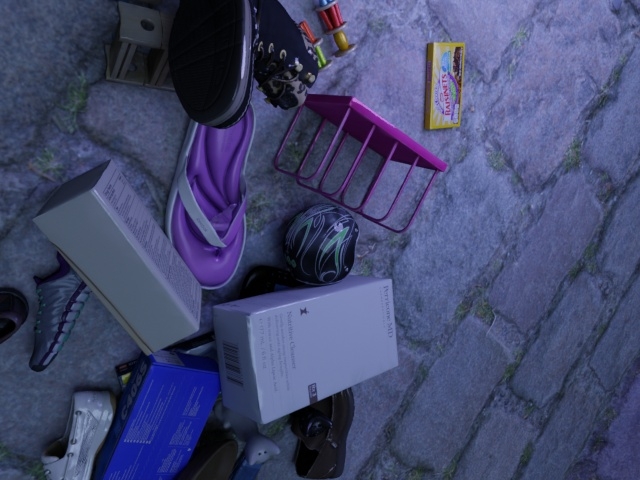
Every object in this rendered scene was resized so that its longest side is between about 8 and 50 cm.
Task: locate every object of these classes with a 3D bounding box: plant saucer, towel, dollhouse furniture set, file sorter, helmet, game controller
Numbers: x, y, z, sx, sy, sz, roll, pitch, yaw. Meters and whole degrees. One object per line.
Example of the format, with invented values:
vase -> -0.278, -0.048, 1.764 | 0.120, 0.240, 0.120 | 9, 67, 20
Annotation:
plant saucer -> -0.275, 0.559, 1.086 | 0.278, 0.041, 0.278 | -54, 160, -30
towel -> -0.175, 0.555, 1.235 | 0.067, 0.029, 0.119 | 36, 84, -34
dollhouse furniture set -> -0.287, -0.373, 0.841 | 0.129, 0.129, 0.183 | 1, 75, -33
file sorter -> 0.076, -0.159, 1.064 | 0.291, 0.202, 0.182 | 25, 92, -35
helmet -> 0.000, 0.000, 1.093 | 0.169, 0.169, 0.161 | -8, 118, -30
game controller -> -0.052, 0.164, 1.167 | 0.319, 0.067, 0.166 | 18, 95, -35

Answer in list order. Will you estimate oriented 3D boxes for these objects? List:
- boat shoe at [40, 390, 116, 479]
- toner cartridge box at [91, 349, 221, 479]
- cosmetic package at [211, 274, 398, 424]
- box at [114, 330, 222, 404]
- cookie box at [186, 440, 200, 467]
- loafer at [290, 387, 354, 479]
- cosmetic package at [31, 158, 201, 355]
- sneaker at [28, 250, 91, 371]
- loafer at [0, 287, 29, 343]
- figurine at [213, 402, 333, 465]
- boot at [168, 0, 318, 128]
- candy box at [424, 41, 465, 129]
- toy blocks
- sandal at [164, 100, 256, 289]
boat shoe -> -0.491, 0.421, 0.961 | 0.096, 0.098, 0.277 | 21, 84, -34
toner cartridge box -> -0.339, 0.396, 1.001 | 0.165, 0.075, 0.347 | 23, 94, -35
cosmetic package -> -0.019, 0.208, 1.056 | 0.385, 0.156, 0.217 | -11, 97, -39
box -> -0.300, 0.303, 1.068 | 0.233, 0.044, 0.159 | -17, 115, -27
cookie box -> -0.322, 0.503, 1.120 | 0.092, 0.040, 0.107 | -2, 105, -31
loafer -> -0.003, 0.464, 1.249 | 0.130, 0.134, 0.366 | -9, 110, -30
cosmetic package -> -0.337, 0.032, 0.877 | 0.113, 0.160, 0.309 | -27, 117, 2
sneaker -> -0.482, 0.117, 0.888 | 0.098, 0.083, 0.223 | 30, 77, -25
loafer -> -0.629, 0.176, 0.794 | 0.302, 0.095, 0.109 | -30, 118, -21
figurine -> -0.107, 0.404, 1.120 | 0.215, 0.209, 0.092 | -18, 114, -26
boot -> -0.110, -0.306, 0.824 | 0.284, 0.138, 0.377 | 31, 42, -58
candy box -> 0.311, -0.386, 1.244 | 0.105, 0.027, 0.205 | -11, 110, -25
toy blocks -> -0.002, -0.438, 1.017 | 0.123, 0.054, 0.148 | -39, 121, -16
sandal -> -0.207, -0.090, 0.968 | 0.169, 0.102, 0.416 | -2, 108, -29
